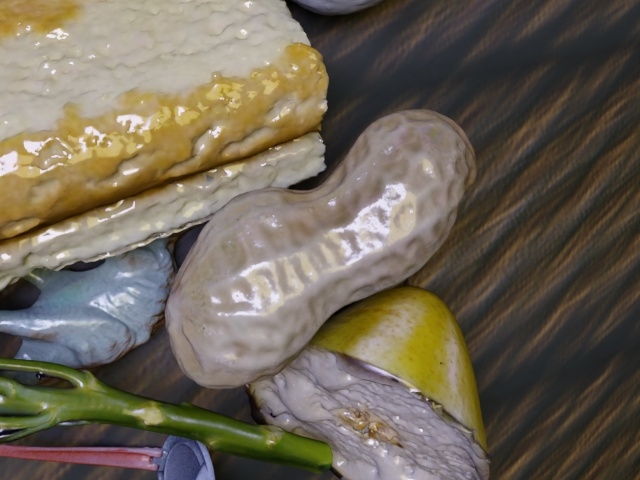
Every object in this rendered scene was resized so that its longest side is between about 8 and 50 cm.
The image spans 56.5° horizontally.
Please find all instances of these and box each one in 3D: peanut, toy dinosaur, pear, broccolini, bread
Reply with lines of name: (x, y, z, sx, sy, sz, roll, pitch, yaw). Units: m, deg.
peanut: (0.000, 0.000, 0.486, 0.298, 0.120, 0.136, -34, 115, -5)
toy dinosaur: (-0.251, 0.073, 0.551, 0.206, 0.092, 0.392, 27, 78, -24)
pear: (0.073, 0.137, 0.609, 0.267, 0.267, 0.178, 49, 51, -15)
broccolini: (-0.166, 0.158, 0.492, 0.392, 0.074, 0.078, 25, 66, -28)
bread: (-0.203, -0.105, 0.488, 0.376, 0.165, 0.236, -23, 61, -18)

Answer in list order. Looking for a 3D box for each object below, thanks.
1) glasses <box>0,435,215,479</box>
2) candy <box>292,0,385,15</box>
glasses: (-0.196, 0.229, 0.481, 0.268, 0.234, 0.118, 16, 93, -32)
candy: (0.010, -0.363, 0.548, 0.296, 0.185, 0.295, -7, 107, -24)
